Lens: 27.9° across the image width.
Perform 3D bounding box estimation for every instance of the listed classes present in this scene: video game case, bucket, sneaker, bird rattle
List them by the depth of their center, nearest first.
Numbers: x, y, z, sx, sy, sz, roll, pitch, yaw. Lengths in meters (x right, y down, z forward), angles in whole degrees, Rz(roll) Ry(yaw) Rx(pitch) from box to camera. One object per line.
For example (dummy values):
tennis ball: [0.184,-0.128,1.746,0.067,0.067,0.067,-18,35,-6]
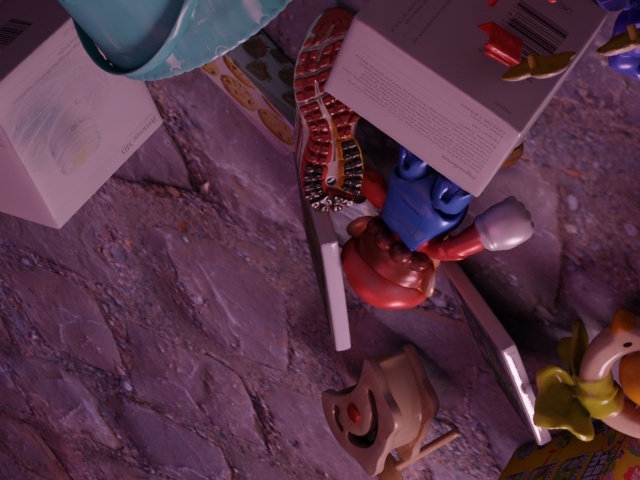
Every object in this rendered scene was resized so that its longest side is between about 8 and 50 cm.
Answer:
bucket: [-0.151,-0.298,1.248,0.281,0.281,0.183,4,139,44]
sneaker: [0.003,-0.148,1.418,0.092,0.088,0.225,-114,27,-59]
bird rattle: [0.375,0.182,1.465,0.254,0.143,0.207,29,132,11]
video game case: [0.212,0.133,1.563,0.173,0.022,0.190,64,178,-36]
video game case: [0.000,0.000,1.588,0.023,0.193,0.212,-12,140,-3]

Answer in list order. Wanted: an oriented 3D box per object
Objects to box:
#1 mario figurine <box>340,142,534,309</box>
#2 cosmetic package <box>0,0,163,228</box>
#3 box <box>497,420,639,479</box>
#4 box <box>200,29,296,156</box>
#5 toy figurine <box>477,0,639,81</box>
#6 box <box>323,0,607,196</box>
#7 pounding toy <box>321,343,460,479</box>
mario figurine: [0.125,-0.051,1.456,0.170,0.198,0.320,-1,146,-19]
cosmetic package: [-0.351,-0.177,1.655,0.138,0.224,0.224,16,143,34]
box: [0.396,0.401,1.680,0.290,0.177,0.279,42,149,-6]
box: [-0.117,-0.236,1.485,0.324,0.063,0.067,47,148,-14]
toy figurine: [0.334,-0.203,1.024,0.217,0.191,0.363,23,156,-39]
box: [0.132,-0.173,1.182,0.182,0.181,0.119,35,149,5]
pounding toy: [0.108,0.241,1.882,0.154,0.155,0.269,56,149,29]
